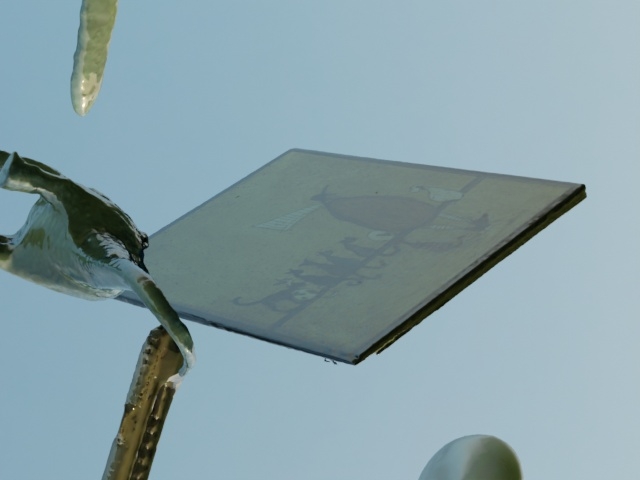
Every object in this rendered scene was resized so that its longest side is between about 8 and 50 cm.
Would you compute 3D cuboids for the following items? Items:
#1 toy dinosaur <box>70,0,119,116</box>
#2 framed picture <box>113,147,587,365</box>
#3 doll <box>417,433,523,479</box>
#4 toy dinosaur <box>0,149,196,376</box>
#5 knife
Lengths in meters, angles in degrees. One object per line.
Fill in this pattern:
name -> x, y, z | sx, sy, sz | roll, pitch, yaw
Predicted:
toy dinosaur -> -0.034, -0.234, 0.477 | 0.205, 0.092, 0.392 | -9, -77, -62
framed picture -> 0.000, 0.000, 1.174 | 0.255, 0.339, 0.014 | -33, -62, -33
doll -> 0.060, 0.342, 0.734 | 0.376, 0.366, 0.187 | 51, 167, 15
toy dinosaur -> -0.158, -0.003, 0.970 | 0.147, 0.076, 0.363 | 24, -178, -15
knife -> -0.155, 0.232, 1.069 | 0.089, 0.043, 0.365 | 47, -120, -83
